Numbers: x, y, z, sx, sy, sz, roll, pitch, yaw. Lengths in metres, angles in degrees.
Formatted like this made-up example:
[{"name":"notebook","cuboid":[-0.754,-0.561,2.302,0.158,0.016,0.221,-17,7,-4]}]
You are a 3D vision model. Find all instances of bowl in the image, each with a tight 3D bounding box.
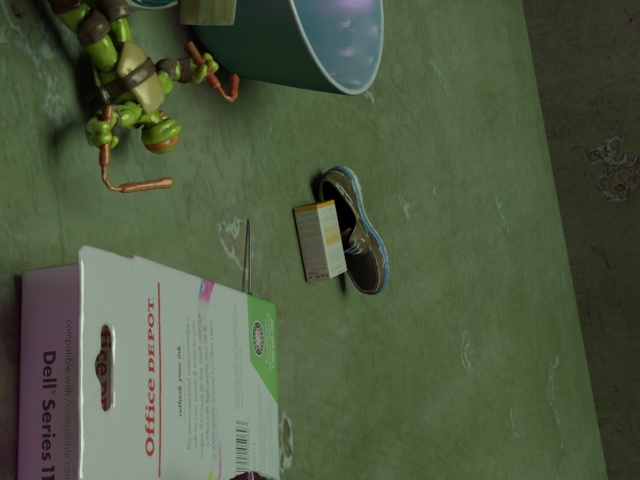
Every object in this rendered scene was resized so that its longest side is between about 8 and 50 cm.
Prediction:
[{"name":"bowl","cuboid":[-0.057,-0.308,1.551,0.311,0.163,0.311,-9,90,-68]}]

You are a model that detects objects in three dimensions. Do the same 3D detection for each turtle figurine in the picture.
[{"name":"turtle figurine","cuboid":[-0.184,-0.172,1.300,0.269,0.087,0.217,-48,119,-51]}]

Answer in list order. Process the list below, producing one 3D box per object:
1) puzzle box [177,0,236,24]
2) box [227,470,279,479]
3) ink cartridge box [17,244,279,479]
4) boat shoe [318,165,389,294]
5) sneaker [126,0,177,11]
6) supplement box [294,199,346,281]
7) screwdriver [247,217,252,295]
[{"name":"puzzle box","cuboid":[-0.091,-0.410,1.078,0.409,0.052,0.272,103,-17,-55]},{"name":"box","cuboid":[-0.076,0.322,1.128,0.168,0.203,0.167,34,41,-40]},{"name":"ink cartridge box","cuboid":[-0.163,0.134,1.196,0.353,0.119,0.207,27,59,-64]},{"name":"boat shoe","cuboid":[0.035,-0.007,1.804,0.066,0.066,0.183,-30,100,-61]},{"name":"sneaker","cuboid":[-0.191,-0.363,1.322,0.107,0.110,0.275,-64,139,-54]},{"name":"supplement box","cuboid":[0.000,0.000,1.740,0.062,0.036,0.098,-19,100,-67]},{"name":"screwdriver","cuboid":[-0.085,0.050,1.555,0.024,0.025,0.169,44,34,-55]}]
